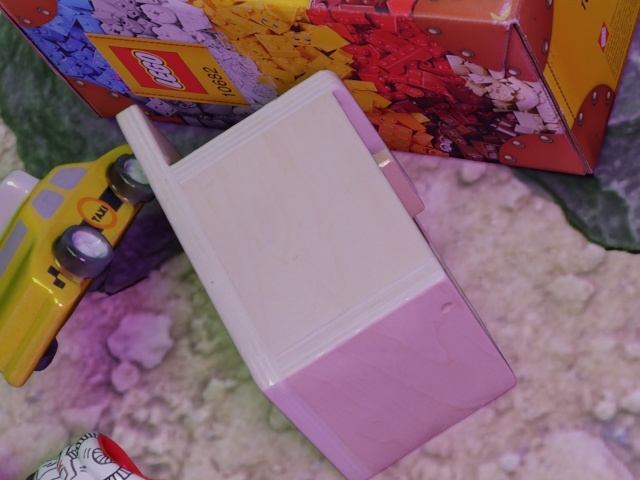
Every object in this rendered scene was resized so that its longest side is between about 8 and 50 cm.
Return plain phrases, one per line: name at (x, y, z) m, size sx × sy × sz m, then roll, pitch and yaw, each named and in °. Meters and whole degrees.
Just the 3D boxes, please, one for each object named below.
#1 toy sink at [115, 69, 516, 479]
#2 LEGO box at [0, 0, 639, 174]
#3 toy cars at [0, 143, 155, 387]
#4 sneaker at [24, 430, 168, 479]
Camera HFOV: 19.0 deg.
toy sink at (0.000, 0.000, 1.155) m, size 0.131 × 0.153 × 0.234 m, roll -33°, pitch 54°, yaw 3°
LEGO box at (0.051, -0.319, 1.282) m, size 0.373 × 0.193 × 0.500 m, roll 8°, pitch 67°, yaw 26°
toy cars at (-0.224, 0.086, 1.182) m, size 0.087 × 0.176 × 0.393 m, roll 32°, pitch 76°, yaw -3°
sneaker at (-0.112, 0.231, 1.112) m, size 0.145 × 0.090 × 0.270 m, roll -40°, pitch 53°, yaw 1°
